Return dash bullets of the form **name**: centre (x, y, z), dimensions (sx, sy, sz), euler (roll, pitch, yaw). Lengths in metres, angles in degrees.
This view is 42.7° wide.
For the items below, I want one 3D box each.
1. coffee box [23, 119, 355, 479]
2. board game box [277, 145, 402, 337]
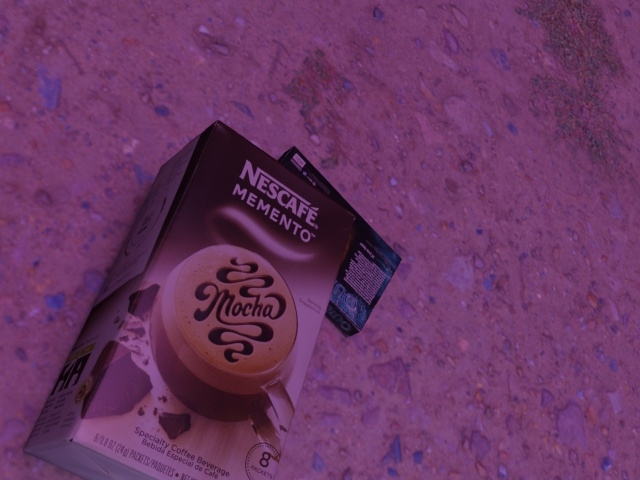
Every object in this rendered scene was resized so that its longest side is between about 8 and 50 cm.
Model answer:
- **coffee box**: centre (-0.100, 0.071, 0.706), dimensions (0.168, 0.119, 0.297), euler (33, 57, -23)
- **board game box**: centre (0.000, 0.000, 0.907), dimensions (0.186, 0.026, 0.126), euler (46, 48, -12)
